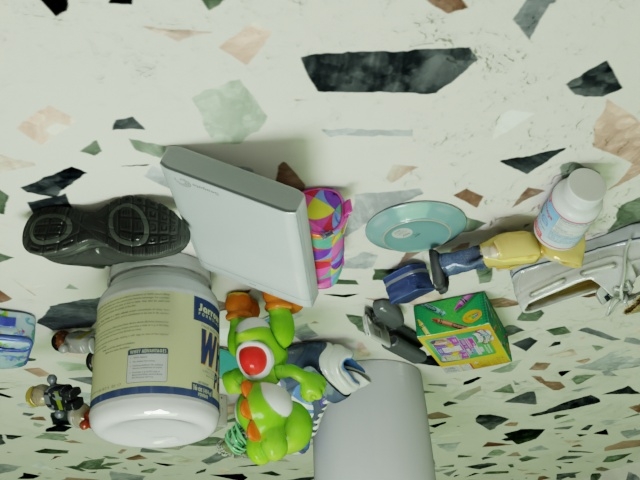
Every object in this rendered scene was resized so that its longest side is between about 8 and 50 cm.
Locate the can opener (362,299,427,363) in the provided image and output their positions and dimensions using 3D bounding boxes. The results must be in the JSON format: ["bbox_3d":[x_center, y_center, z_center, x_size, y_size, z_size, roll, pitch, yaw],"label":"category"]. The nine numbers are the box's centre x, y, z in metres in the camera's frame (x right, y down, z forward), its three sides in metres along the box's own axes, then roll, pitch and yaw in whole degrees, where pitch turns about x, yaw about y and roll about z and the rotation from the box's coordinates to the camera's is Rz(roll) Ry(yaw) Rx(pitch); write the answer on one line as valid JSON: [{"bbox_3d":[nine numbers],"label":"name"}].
[{"bbox_3d":[0.178,0.217,1.956,0.093,0.074,0.280,-18,149,23],"label":"can opener"}]

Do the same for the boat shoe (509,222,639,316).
[{"bbox_3d":[0.556,0.076,1.650,0.367,0.156,0.136,-14,150,20],"label":"boat shoe"}]

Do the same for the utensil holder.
[{"bbox_3d":[0.133,0.545,2.234,0.328,0.385,0.327,-3,151,-2],"label":"utensil holder"}]

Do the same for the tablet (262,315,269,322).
[{"bbox_3d":[-0.111,0.185,1.933,0.083,0.006,0.054,-27,145,37],"label":"tablet"}]

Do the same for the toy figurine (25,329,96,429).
[{"bbox_3d":[-0.531,0.310,1.912,0.148,0.213,0.209,-1,153,32],"label":"toy figurine"}]

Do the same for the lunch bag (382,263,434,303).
[{"bbox_3d":[0.174,0.085,1.722,0.067,0.065,0.098,3,154,-46],"label":"lunch bag"}]

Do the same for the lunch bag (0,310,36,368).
[{"bbox_3d":[-0.728,0.207,1.819,0.219,0.090,0.176,10,146,-26],"label":"lunch bag"}]

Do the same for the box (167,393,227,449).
[{"bbox_3d":[-0.380,0.515,2.423,0.113,0.094,0.275,15,146,-33],"label":"box"}]

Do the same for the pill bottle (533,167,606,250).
[{"bbox_3d":[0.432,-0.054,1.468,0.087,0.087,0.160,-1,151,-6],"label":"pill bottle"}]

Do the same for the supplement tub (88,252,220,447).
[{"bbox_3d":[-0.308,0.207,1.613,0.236,0.324,0.235,-3,152,-1],"label":"supplement tub"}]

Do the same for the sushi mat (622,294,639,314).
[{"bbox_3d":[0.702,0.090,1.689,0.317,0.019,0.151,2,134,-53],"label":"sushi mat"}]

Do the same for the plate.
[{"bbox_3d":[0.177,-0.016,1.575,0.188,0.024,0.188,-3,153,-2],"label":"plate"}]

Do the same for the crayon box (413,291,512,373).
[{"bbox_3d":[0.333,0.219,1.970,0.165,0.081,0.278,-13,150,17],"label":"crayon box"}]

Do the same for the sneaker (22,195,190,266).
[{"bbox_3d":[-0.357,-0.005,1.470,0.287,0.109,0.130,1,159,11],"label":"sneaker"}]

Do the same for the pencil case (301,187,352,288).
[{"bbox_3d":[0.000,0.000,1.509,0.105,0.104,0.236,-2,153,-4],"label":"pencil case"}]

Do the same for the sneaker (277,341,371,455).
[{"bbox_3d":[0.012,0.393,2.090,0.236,0.130,0.322,-4,116,12],"label":"sneaker"}]

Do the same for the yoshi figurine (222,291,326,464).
[{"bbox_3d":[-0.098,0.285,1.747,0.203,0.362,0.203,8,149,-21],"label":"yoshi figurine"}]

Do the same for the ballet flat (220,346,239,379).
[{"bbox_3d":[-0.283,0.287,2.049,0.222,0.076,0.079,16,165,-23],"label":"ballet flat"}]

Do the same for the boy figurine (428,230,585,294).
[{"bbox_3d":[0.351,0.032,1.601,0.285,0.092,0.177,-10,166,11],"label":"boy figurine"}]

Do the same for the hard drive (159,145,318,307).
[{"bbox_3d":[-0.124,-0.011,1.429,0.233,0.047,0.353,20,155,14],"label":"hard drive"}]

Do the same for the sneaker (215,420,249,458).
[{"bbox_3d":[-0.203,0.551,2.360,0.182,0.158,0.410,-28,158,-8],"label":"sneaker"}]
